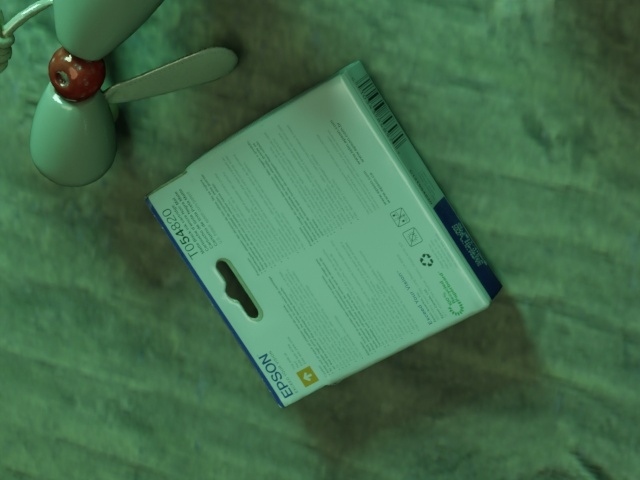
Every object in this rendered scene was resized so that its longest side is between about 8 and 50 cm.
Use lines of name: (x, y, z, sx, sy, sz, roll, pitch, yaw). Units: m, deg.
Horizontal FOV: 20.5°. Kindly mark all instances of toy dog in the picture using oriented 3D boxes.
toy dog: (-0.154, -0.207, 1.392, 0.220, 0.161, 0.334, 46, 135, -4)

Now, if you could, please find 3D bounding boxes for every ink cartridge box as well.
ink cartridge box: (0.000, 0.000, 1.446, 0.224, 0.045, 0.223, -28, 98, 30)
